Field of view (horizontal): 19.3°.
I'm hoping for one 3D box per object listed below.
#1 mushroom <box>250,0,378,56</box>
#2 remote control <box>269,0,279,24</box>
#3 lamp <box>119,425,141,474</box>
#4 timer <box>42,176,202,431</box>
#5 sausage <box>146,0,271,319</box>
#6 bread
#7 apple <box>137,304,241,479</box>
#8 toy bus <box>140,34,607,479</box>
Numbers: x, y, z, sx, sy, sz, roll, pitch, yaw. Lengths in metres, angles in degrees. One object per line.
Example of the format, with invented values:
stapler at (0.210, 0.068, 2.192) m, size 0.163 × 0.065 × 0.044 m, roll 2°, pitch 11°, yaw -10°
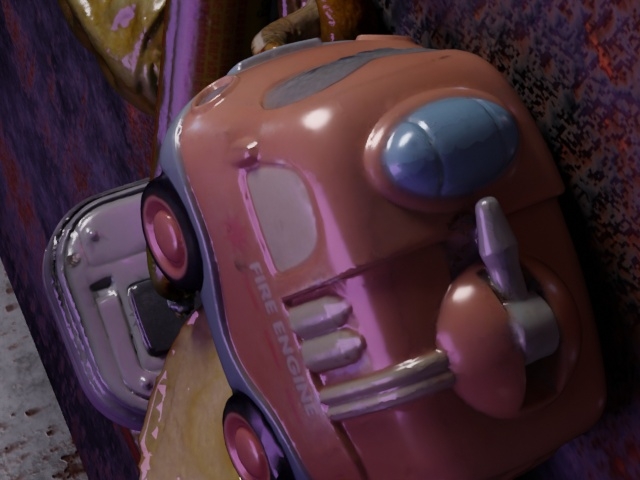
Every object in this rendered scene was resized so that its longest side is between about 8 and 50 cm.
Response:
mushroom at (-0.001, -0.130, 1.179) m, size 0.129 × 0.073 × 0.088 m, roll -71°, pitch -10°, yaw -59°
remote control at (-0.052, -0.088, 1.339) m, size 0.097 × 0.045 × 0.256 m, roll 56°, pitch 136°, yaw 15°
lamp at (-0.091, 0.140, 1.620) m, size 0.177 × 0.177 × 0.274 m, roll 100°, pitch 146°, yaw -58°
timer at (-0.099, 0.039, 1.452) m, size 0.190 × 0.208 × 0.069 m, roll 67°, pitch 160°, yaw 9°
sausage at (-0.071, -0.112, 1.260) m, size 0.082 × 0.082 × 0.371 m, roll -134°, pitch 46°, yaw -53°
bread at (-0.139, -0.199, 1.454) m, size 0.267 × 0.130 × 0.152 m, roll 58°, pitch 157°, yaw 30°
apple at (0.014, 0.161, 1.308) m, size 0.293 × 0.163 × 0.251 m, roll 18°, pitch 97°, yaw 52°
toy bus at (0.042, 0.017, 1.046) m, size 0.232 × 0.194 × 0.287 m, roll -17°, pitch 92°, yaw 65°
